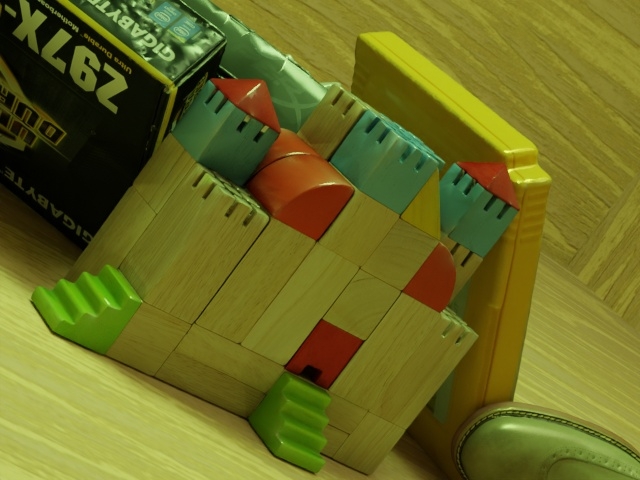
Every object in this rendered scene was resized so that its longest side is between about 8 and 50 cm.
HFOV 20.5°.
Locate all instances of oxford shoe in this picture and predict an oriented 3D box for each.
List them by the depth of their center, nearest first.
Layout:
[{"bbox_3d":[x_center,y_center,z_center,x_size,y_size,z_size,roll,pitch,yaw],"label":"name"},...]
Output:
[{"bbox_3d":[0.264,0.261,1.521,0.348,0.123,0.130,34,14,-12],"label":"oxford shoe"}]

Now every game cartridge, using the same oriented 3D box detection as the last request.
[{"bbox_3d":[0.093,0.012,1.600,0.052,0.324,0.285,-10,33,-26],"label":"game cartridge"}]

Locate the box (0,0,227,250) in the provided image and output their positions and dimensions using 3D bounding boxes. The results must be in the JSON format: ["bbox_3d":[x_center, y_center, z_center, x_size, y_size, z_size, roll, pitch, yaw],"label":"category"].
[{"bbox_3d":[-0.238,-0.154,1.383,0.322,0.257,0.079,39,53,9],"label":"box"}]

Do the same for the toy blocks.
[{"bbox_3d":[-0.001,0.008,1.337,0.381,0.261,0.191,29,11,-40],"label":"toy blocks"}]

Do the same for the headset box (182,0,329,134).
[{"bbox_3d":[-0.087,-0.080,1.536,0.218,0.110,0.293,38,-23,9],"label":"headset box"}]

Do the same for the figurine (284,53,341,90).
[{"bbox_3d":[-0.011,-0.059,1.832,0.215,0.209,0.092,35,8,-11],"label":"figurine"}]
